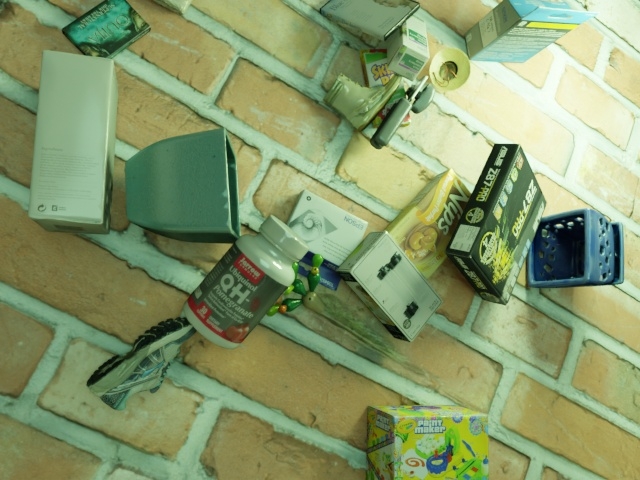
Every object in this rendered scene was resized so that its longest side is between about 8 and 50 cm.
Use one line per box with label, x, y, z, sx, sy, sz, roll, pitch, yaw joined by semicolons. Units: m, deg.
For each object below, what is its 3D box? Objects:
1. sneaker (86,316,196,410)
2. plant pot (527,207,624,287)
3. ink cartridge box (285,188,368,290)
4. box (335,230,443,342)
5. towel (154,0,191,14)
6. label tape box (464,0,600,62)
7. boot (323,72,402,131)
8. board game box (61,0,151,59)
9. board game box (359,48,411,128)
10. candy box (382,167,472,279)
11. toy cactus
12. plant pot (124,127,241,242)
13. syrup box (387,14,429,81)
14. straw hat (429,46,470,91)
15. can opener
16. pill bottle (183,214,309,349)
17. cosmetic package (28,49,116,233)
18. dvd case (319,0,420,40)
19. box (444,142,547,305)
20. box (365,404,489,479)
sneaker;-0.418;0.301;1.265;0.283;0.110;0.122;-35;112;-18
plant pot;0.833;0.041;1.658;0.212;0.236;0.236;8;79;-25
ink cartridge box;0.000;0.000;1.467;0.223;0.045;0.224;26;75;-14
box;0.201;0.130;1.471;0.290;0.087;0.169;48;71;-18
towel;-0.471;-0.764;1.417;0.282;0.049;0.187;25;76;-15
label tape box;0.664;-0.695;1.645;0.240;0.333;0.106;-5;84;-20
boot;0.128;-0.455;1.543;0.165;0.077;0.213;40;84;4
board game box;-0.566;-0.560;1.364;0.126;0.026;0.186;46;71;-7
board game box;0.204;-0.486;1.617;0.124;0.039;0.260;-8;82;-20
candy box;0.343;-0.049;1.569;0.316;0.087;0.183;-45;99;-20
toy cactus;-0.059;0.139;1.406;0.219;0.112;0.180;-53;124;-14
plant pot;-0.339;-0.118;1.275;0.252;0.247;0.248;-4;83;-3
syrup box;0.265;-0.601;1.568;0.093;0.096;0.237;20;46;-15
straw hat;0.414;-0.554;1.683;0.144;0.061;0.145;0;93;-6
can opener;0.262;-0.384;1.565;0.095;0.076;0.283;36;75;-11
pill bottle;-0.176;0.097;1.272;0.176;0.176;0.318;39;94;-10
cosmetic package;-0.574;-0.218;1.214;0.156;0.217;0.385;4;83;-18
dvd case;0.149;-0.708;1.563;0.253;0.022;0.180;34;69;25
box;0.548;-0.046;1.568;0.318;0.097;0.395;45;67;-42
box;0.291;0.608;1.409;0.289;0.177;0.279;6;80;-18
